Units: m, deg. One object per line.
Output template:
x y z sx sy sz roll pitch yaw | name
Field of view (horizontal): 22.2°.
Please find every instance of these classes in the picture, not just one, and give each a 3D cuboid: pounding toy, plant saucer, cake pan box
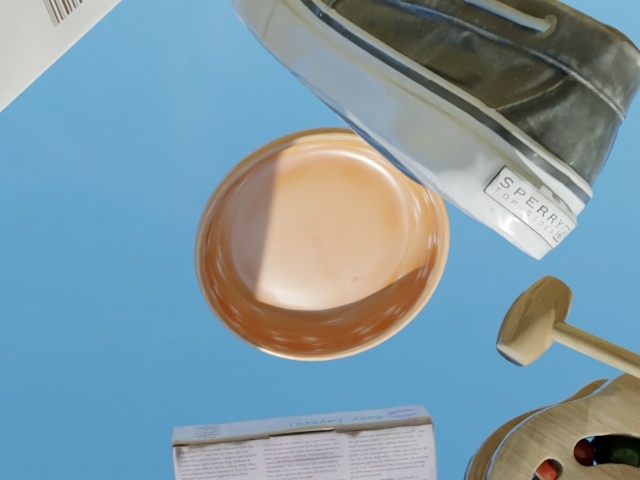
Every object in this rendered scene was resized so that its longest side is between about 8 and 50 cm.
0.191 0.166 1.060 0.269 0.155 0.154 46 -102 1 | pounding toy
0.000 0.000 1.264 0.200 0.200 0.037 7 -154 -16 | plant saucer
-0.005 0.290 1.578 0.266 0.246 0.070 -6 -167 -3 | cake pan box

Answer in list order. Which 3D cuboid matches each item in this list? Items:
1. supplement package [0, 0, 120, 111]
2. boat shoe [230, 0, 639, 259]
-0.203 -0.156 0.543 0.262 0.198 0.199 4 -141 34 | supplement package
0.061 -0.098 0.843 0.121 0.119 0.335 39 -178 -35 | boat shoe
